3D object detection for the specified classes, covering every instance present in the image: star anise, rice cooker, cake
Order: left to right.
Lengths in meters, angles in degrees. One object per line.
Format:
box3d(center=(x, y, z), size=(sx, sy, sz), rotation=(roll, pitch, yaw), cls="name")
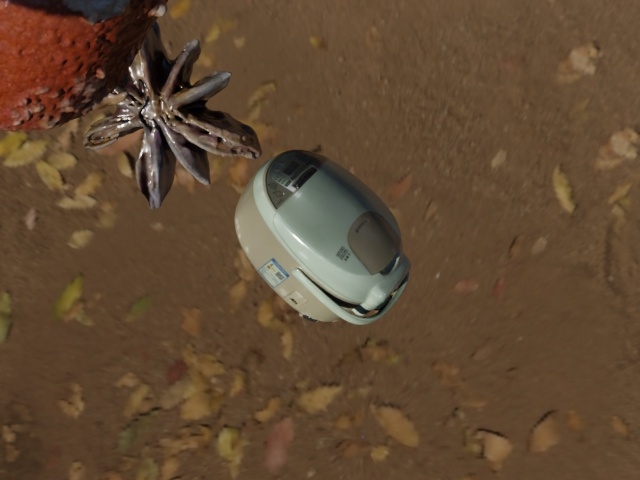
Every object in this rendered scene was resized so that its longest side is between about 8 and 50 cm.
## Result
box3d(center=(-0.230, -0.203, 0.783), size=(0.283, 0.177, 0.151), rotation=(40, 124, 0), cls="cake")
box3d(center=(-0.181, -0.145, 1.368), size=(0.236, 0.093, 0.229), rotation=(16, 108, 5), cls="star anise")
box3d(center=(0.000, 0.000, 1.279), size=(0.206, 0.127, 0.145), rotation=(49, 47, -7), cls="rice cooker")
